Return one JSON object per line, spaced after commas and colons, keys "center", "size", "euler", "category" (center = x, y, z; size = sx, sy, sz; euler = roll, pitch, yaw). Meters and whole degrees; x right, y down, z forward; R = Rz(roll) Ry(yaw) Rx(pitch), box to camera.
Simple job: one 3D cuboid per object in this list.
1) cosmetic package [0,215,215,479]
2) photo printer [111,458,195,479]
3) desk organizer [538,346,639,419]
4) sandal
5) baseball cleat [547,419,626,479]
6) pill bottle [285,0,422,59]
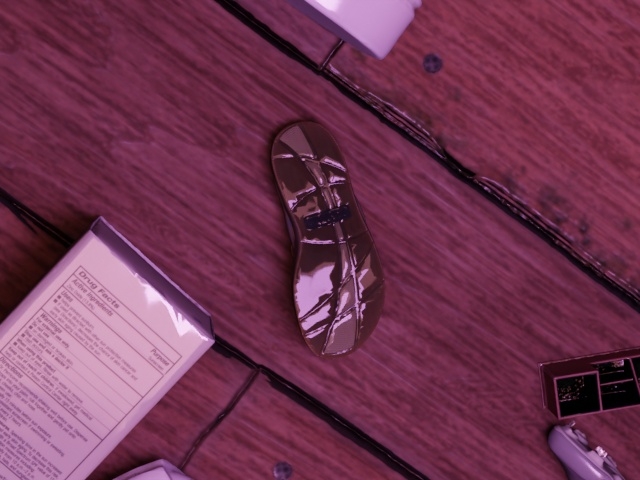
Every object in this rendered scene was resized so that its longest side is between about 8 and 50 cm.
{"center": [-0.248, 0.137, 1.325], "size": [0.153, 0.129, 0.296], "euler": [44, 93, -9], "category": "cosmetic package"}
{"center": [-0.148, 0.376, 1.386], "size": [0.256, 0.107, 0.307], "euler": [-41, 101, 2], "category": "photo printer"}
{"center": [0.282, 0.136, 1.425], "size": [0.130, 0.050, 0.047], "euler": [-9, 100, -5], "category": "desk organizer"}
{"center": [0.000, 0.000, 1.371], "size": [0.090, 0.060, 0.219], "euler": [-16, 86, -10], "category": "sandal"}
{"center": [0.275, 0.275, 1.438], "size": [0.109, 0.072, 0.206], "euler": [-44, 98, 8], "category": "baseball cleat"}
{"center": [0.084, -0.349, 1.245], "size": [0.204, 0.204, 0.361], "euler": [34, 94, -11], "category": "pill bottle"}
